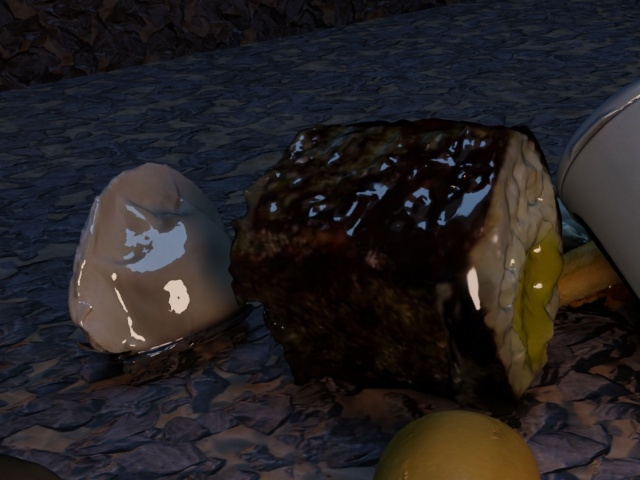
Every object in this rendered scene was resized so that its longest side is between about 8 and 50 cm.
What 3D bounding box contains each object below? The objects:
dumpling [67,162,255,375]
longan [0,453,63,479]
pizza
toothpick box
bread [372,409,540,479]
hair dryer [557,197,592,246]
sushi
[{"bbox_3d":[-0.170,0.032,1.391,0.163,0.205,0.293,21,21,28],"label":"dumpling"},{"bbox_3d":[-0.266,0.257,0.743,0.300,0.243,0.300,-31,31,21],"label":"longan"},{"bbox_3d":[0.404,0.020,1.430,0.335,0.086,0.226,-23,-14,9],"label":"pizza"},{"bbox_3d":[0.417,0.010,1.157,0.263,0.263,0.355,-12,58,-22],"label":"toothpick box"},{"bbox_3d":[0.112,0.210,1.000,0.147,0.098,0.217,2,21,6],"label":"bread"},{"bbox_3d":[0.343,-0.013,1.562,0.206,0.076,0.237,3,8,3],"label":"hair dryer"},{"bbox_3d":[0.100,0.016,1.271,0.294,0.281,0.299,1,26,30],"label":"sushi"}]
